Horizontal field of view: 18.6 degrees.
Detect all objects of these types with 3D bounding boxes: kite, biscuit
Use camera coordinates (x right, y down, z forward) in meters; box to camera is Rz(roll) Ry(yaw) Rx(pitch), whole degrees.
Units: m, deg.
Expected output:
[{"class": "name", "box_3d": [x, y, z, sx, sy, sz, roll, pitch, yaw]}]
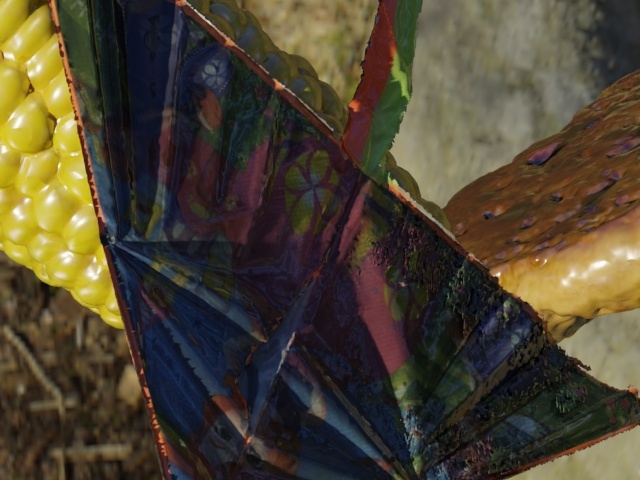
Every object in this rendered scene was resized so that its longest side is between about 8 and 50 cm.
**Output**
[{"class": "kite", "box_3d": [0.000, 0.000, 0.396, 0.190, 0.010, 0.159, 42, 52, -23]}, {"class": "biscuit", "box_3d": [0.186, -0.029, 1.054, 0.081, 0.289, 0.334, 60, 33, -8]}]

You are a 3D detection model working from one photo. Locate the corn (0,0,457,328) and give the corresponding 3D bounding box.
[{"class": "corn", "box_3d": [-0.097, -0.066, 0.509, 0.310, 0.101, 0.101, 35, 59, -11]}]
